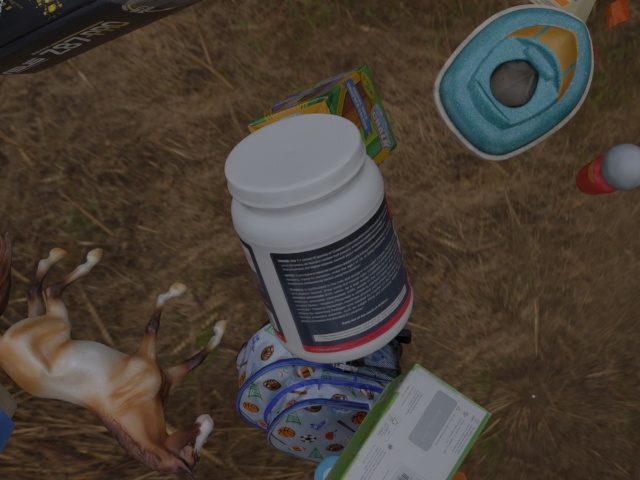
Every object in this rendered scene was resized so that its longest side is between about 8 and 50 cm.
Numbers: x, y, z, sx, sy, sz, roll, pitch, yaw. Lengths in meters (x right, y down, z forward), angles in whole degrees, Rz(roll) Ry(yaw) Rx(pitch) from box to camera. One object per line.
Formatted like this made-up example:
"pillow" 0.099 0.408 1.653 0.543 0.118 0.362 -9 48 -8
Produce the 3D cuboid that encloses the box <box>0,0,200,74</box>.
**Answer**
"box" -0.232 -0.365 0.896 0.318 0.097 0.394 -8 91 43

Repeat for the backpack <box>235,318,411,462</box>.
"backpack" -0.014 0.251 1.804 0.264 0.213 0.276 20 129 -15

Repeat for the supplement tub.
"supplement tub" 0.000 0.000 1.315 0.191 0.272 0.191 -12 35 8

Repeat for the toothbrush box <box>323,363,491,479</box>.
"toothbrush box" 0.102 0.296 1.434 0.122 0.283 0.206 34 76 3

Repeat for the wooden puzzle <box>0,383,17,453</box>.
"wooden puzzle" -0.421 0.247 1.063 0.081 0.347 0.322 15 60 13

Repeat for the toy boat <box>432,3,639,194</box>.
"toy boat" 0.335 -0.191 1.513 0.267 0.148 0.318 -44 93 -12

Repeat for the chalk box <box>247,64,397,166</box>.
"chalk box" 0.022 -0.214 2.024 0.179 0.289 0.180 -15 108 29

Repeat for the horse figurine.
"horse figurine" -0.200 0.093 0.927 0.263 0.066 0.174 25 53 -1

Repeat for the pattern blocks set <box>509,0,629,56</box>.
"pattern blocks set" 0.443 -0.478 1.910 0.285 0.026 0.324 41 64 -10

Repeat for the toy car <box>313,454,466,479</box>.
"toy car" 0.141 0.441 1.656 0.238 0.219 0.210 -12 60 30
